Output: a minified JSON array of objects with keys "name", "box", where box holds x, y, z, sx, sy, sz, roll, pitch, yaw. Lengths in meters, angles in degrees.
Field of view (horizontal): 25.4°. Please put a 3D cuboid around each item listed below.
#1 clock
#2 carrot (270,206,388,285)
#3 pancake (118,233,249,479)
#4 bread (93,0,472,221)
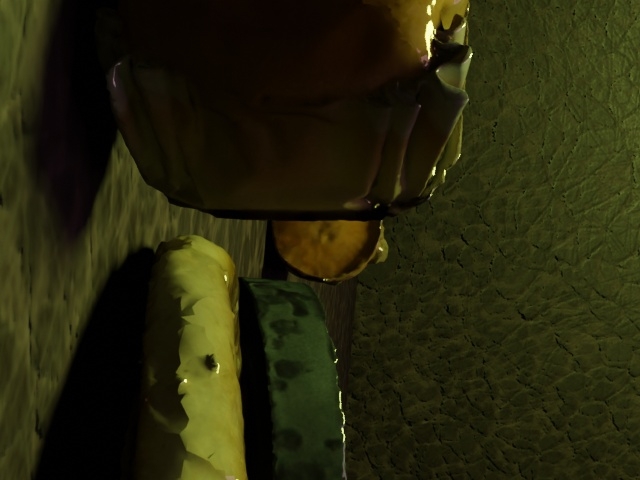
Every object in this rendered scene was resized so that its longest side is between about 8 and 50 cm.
[{"name":"clock","box":[-0.028,0.127,0.799,0.215,0.042,0.215,-179,-90,-77]},{"name":"carrot","box":[0.000,0.000,1.261,0.263,0.102,0.102,110,-14,-83]},{"name":"pancake","box":[-0.066,0.179,0.623,0.356,0.065,0.356,8,90,-89]},{"name":"bread","box":[-0.005,-0.129,0.568,0.107,0.136,0.241,86,9,-54]}]
